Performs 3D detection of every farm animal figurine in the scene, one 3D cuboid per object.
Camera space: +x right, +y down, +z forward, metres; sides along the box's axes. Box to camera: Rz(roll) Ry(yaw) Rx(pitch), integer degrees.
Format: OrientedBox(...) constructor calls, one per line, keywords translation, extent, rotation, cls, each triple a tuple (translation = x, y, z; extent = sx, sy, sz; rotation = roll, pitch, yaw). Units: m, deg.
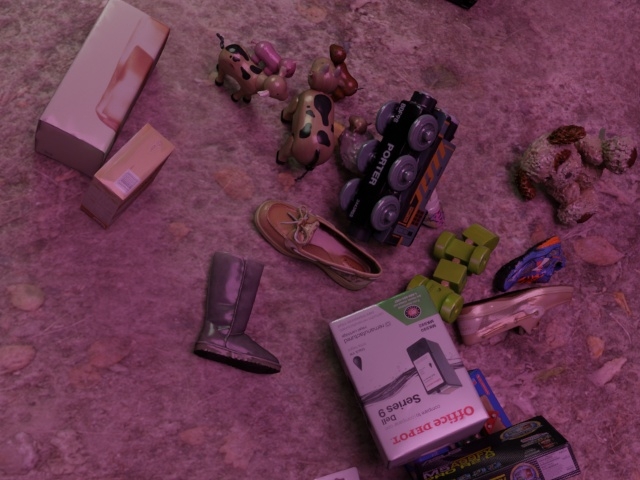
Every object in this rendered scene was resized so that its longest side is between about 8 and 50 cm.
OrientedBox(translation=(-0.037, -0.294, 1.655), extent=(0.331, 0.172, 0.326), rotation=(-6, 78, -26), cls="farm animal figurine")

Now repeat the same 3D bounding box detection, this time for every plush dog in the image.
OrientedBox(translation=(0.584, -0.190, 1.907), extent=(0.226, 0.262, 0.210), rotation=(9, 38, -32), cls="plush dog")

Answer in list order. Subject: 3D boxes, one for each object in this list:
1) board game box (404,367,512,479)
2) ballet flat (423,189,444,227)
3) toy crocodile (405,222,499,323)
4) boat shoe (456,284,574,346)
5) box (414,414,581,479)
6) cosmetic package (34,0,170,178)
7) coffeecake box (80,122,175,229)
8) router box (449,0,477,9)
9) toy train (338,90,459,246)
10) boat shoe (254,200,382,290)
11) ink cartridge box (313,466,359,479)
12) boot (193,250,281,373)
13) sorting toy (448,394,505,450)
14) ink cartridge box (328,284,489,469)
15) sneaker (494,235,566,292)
OrientedBox(translation=(0.316, 0.475, 1.644), extent=(0.233, 0.078, 0.347), rotation=(-28, 88, -28), cls="board game box")
OrientedBox(translation=(0.209, -0.120, 1.770), extent=(0.221, 0.079, 0.077), rotation=(49, 59, -5), cls="ballet flat")
OrientedBox(translation=(0.279, 0.090, 1.734), extent=(0.115, 0.105, 0.340), rotation=(23, 62, 27), cls="toy crocodile")
OrientedBox(translation=(0.439, 0.164, 1.781), extent=(0.303, 0.109, 0.098), rotation=(-12, 86, -22), cls="boat shoe")
OrientedBox(translation=(0.310, 0.414, 1.445), extent=(0.270, 0.216, 0.060), rotation=(-22, 89, 4), cls="box")
OrientedBox(translation=(-0.408, -0.286, 1.497), extent=(0.129, 0.153, 0.296), rotation=(27, 67, -14), cls="cosmetic package")
OrientedBox(translation=(-0.354, -0.113, 1.449), extent=(0.068, 0.185, 0.142), rotation=(42, 63, -8), cls="coffeecake box")
OrientedBox(translation=(0.316, -0.676, 2.002), extent=(0.179, 0.046, 0.133), rotation=(17, 68, -19), cls="router box")
OrientedBox(translation=(0.169, -0.140, 1.649), extent=(0.190, 0.142, 0.333), rotation=(17, 100, -49), cls="toy train")
OrientedBox(translation=(0.000, 0.000, 1.633), extent=(0.285, 0.089, 0.104), rotation=(30, 65, -14), cls="boat shoe")
OrientedBox(translation=(0.060, 0.534, 1.519), extent=(0.104, 0.060, 0.180), rotation=(-9, 79, -26), cls="ink cartridge box")
OrientedBox(translation=(-0.143, 0.140, 1.545), extent=(0.190, 0.076, 0.208), rotation=(23, 60, -19), cls="boot")
OrientedBox(translation=(0.321, 0.390, 1.600), extent=(0.132, 0.046, 0.274), rotation=(-27, 87, -28), cls="sorting toy")
OrientedBox(translation=(0.167, 0.263, 1.539), extent=(0.211, 0.121, 0.289), rotation=(-22, 67, -6), cls="ink cartridge box")
OrientedBox(translation=(0.495, 0.066, 1.843), extent=(0.221, 0.083, 0.087), rotation=(-28, 84, -27), cls="sneaker")
